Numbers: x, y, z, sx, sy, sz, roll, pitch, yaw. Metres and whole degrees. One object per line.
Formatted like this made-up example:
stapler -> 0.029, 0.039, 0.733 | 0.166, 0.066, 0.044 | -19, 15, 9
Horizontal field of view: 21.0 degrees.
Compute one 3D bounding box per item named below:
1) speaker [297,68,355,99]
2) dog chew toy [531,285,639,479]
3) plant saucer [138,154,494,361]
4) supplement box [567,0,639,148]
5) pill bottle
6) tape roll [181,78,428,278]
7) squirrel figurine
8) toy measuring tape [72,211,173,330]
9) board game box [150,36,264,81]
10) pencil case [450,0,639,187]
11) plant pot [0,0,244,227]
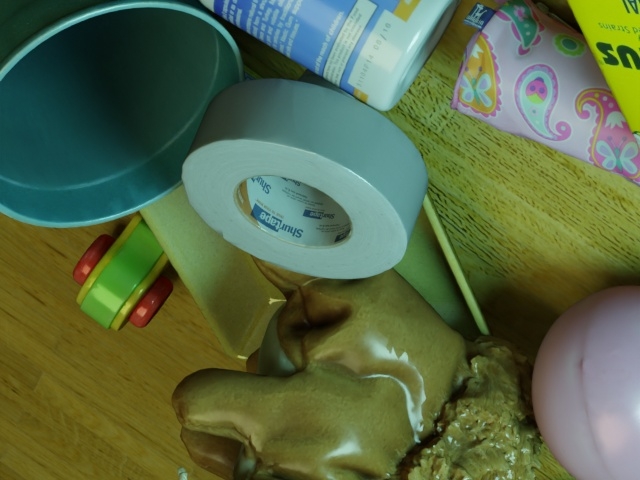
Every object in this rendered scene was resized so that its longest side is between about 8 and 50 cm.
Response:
speaker -> 0.015, -0.154, 1.616 | 0.055, 0.136, 0.055 | 20, 140, 18
dog chew toy -> 0.369, 0.132, 1.614 | 0.332, 0.206, 0.206 | -11, 123, 34
plant saucer -> 0.000, 0.000, 1.794 | 0.333, 0.081, 0.332 | 0, 139, 27
supplement box -> 0.322, -0.179, 1.245 | 0.194, 0.195, 0.356 | 16, 147, 49
pill bottle -> -0.018, -0.245, 1.533 | 0.272, 0.152, 0.152 | 32, 143, 5
tape roll -> -0.015, -0.053, 1.587 | 0.219, 0.072, 0.219 | 15, 150, 9
squirrel figurine -> 0.034, 0.240, 1.700 | 0.397, 0.370, 0.281 | 20, 144, 2
toy measuring tape -> -0.214, 0.019, 2.000 | 0.121, 0.121, 0.330 | 36, 143, 0
board game box -> -0.119, -0.137, 1.812 | 0.170, 0.048, 0.141 | 35, 144, 0
pencil case -> 0.253, -0.114, 1.496 | 0.284, 0.124, 0.124 | 27, 142, 12
plant pot -> -0.248, -0.197, 1.646 | 0.255, 0.272, 0.271 | 58, 156, 34
